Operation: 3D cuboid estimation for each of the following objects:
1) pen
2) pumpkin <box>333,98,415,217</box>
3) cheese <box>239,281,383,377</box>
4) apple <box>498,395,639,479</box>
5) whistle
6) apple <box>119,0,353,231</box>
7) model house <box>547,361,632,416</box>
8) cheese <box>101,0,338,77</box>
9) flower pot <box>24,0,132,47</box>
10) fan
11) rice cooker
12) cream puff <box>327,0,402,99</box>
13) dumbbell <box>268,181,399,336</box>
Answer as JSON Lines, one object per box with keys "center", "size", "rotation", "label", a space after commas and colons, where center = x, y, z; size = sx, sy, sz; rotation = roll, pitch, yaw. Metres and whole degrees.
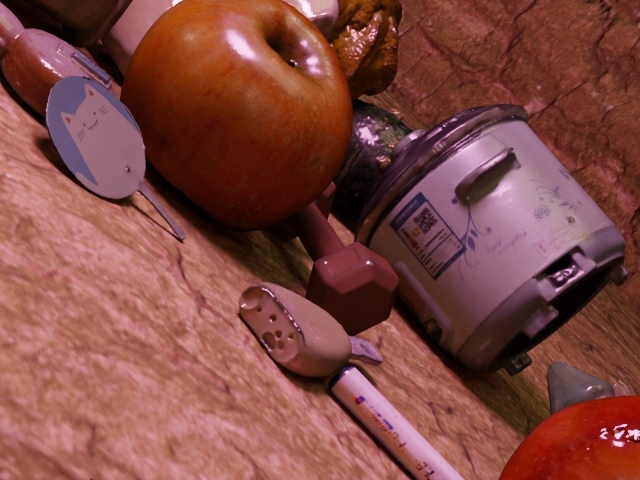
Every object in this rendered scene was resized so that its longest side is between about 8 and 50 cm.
{"center": [0.109, 0.207, 1.134], "size": [0.269, 0.033, 0.033], "rotation": [45, 13, 9], "label": "pen"}
{"center": [0.060, -0.105, 1.758], "size": [0.190, 0.146, 0.190], "rotation": [42, 14, -13], "label": "pumpkin"}
{"center": [0.004, 0.087, 1.194], "size": [0.097, 0.037, 0.192], "rotation": [51, 16, 30], "label": "cheese"}
{"center": [0.243, 0.238, 0.963], "size": [0.271, 0.252, 0.206], "rotation": [32, -6, 2], "label": "apple"}
{"center": [-0.261, -0.168, 1.183], "size": [0.220, 0.057, 0.107], "rotation": [38, 16, -12], "label": "whistle"}
{"center": [-0.084, -0.124, 1.314], "size": [0.237, 0.207, 0.237], "rotation": [30, 35, -23], "label": "apple"}
{"center": [0.353, 0.233, 1.308], "size": [0.312, 0.245, 0.280], "rotation": [37, 19, -54], "label": "model house"}
{"center": [-0.136, -0.210, 1.535], "size": [0.247, 0.251, 0.174], "rotation": [-11, 61, -30], "label": "cheese"}
{"center": [-0.285, -0.334, 1.362], "size": [0.202, 0.212, 0.212], "rotation": [26, 19, -30], "label": "flower pot"}
{"center": [-0.169, -0.065, 1.150], "size": [0.175, 0.005, 0.113], "rotation": [52, 34, -22], "label": "fan"}
{"center": [0.190, -0.010, 1.589], "size": [0.317, 0.264, 0.317], "rotation": [52, -10, 13], "label": "rice cooker"}
{"center": [0.003, -0.288, 1.711], "size": [0.196, 0.244, 0.244], "rotation": [0, 7, 11], "label": "cream puff"}
{"center": [0.000, 0.000, 1.369], "size": [0.231, 0.092, 0.082], "rotation": [-123, -169, -48], "label": "dumbbell"}
